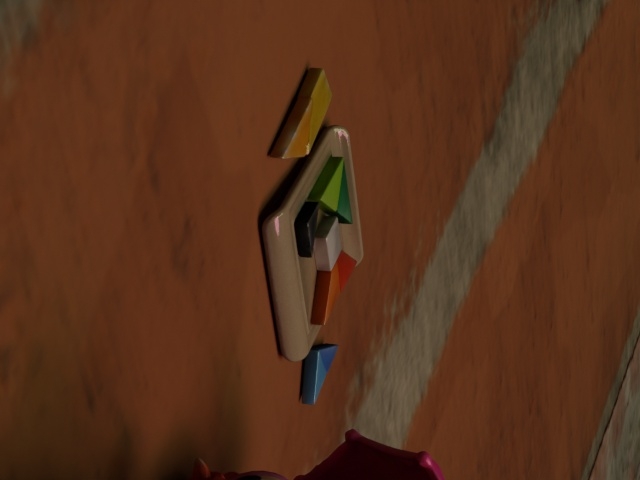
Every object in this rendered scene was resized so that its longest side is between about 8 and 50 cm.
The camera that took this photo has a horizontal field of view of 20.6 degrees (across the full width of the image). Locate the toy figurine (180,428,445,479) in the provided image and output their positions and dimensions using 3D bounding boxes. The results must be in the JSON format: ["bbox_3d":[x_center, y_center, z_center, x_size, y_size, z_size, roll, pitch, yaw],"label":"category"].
[{"bbox_3d":[-0.009,0.111,0.554,0.159,0.173,0.130,-77,-173,-79],"label":"toy figurine"}]

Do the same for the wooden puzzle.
[{"bbox_3d":[0.000,0.000,0.677,0.078,0.014,0.116,-61,150,-44],"label":"wooden puzzle"}]
